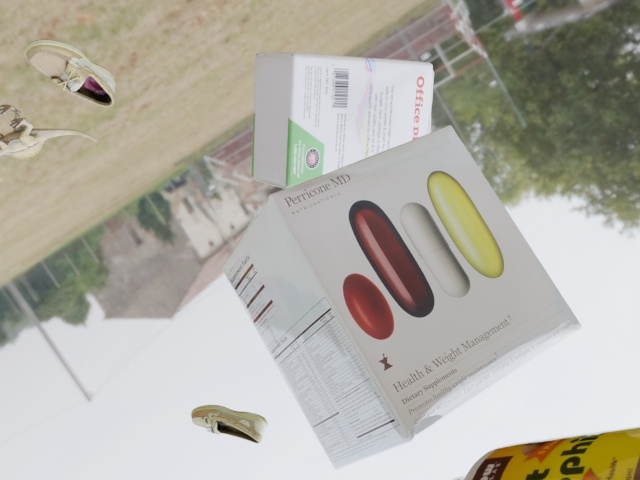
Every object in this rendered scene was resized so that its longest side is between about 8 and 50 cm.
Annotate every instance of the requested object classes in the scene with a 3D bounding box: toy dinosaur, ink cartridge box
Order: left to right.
[{"bbox_3d":[-0.432,-0.153,1.122,0.183,0.053,0.092,-21,148,-4],"label":"toy dinosaur"},{"bbox_3d":[0.038,-0.194,1.242,0.278,0.201,0.117,-5,-166,-34],"label":"ink cartridge box"}]

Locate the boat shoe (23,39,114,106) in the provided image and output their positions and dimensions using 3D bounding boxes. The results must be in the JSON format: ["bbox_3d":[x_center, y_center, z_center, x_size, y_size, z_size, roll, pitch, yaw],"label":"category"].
[{"bbox_3d":[-0.315,-0.212,0.983,0.050,0.045,0.135,-33,151,25],"label":"boat shoe"}]

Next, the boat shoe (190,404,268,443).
[{"bbox_3d":[-0.177,0.349,1.448,0.153,0.056,0.048,8,-135,12],"label":"boat shoe"}]

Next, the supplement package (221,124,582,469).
[{"bbox_3d":[0.062,0.046,0.646,0.194,0.203,0.149,-25,167,-30],"label":"supplement package"}]

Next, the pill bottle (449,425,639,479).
[{"bbox_3d":[0.160,0.172,0.446,0.117,0.117,0.215,-38,-175,-38],"label":"pill bottle"}]
